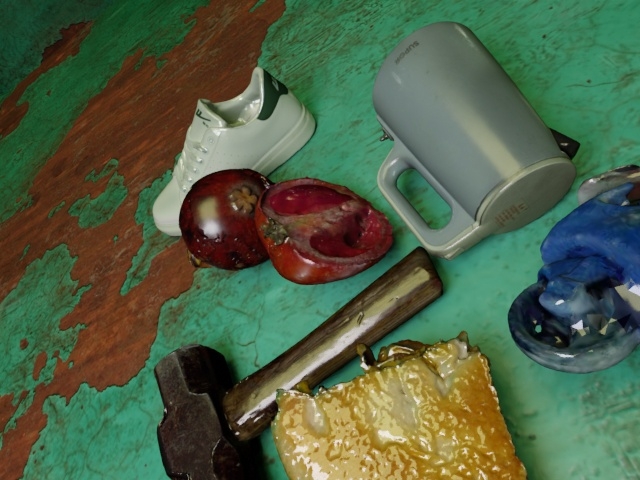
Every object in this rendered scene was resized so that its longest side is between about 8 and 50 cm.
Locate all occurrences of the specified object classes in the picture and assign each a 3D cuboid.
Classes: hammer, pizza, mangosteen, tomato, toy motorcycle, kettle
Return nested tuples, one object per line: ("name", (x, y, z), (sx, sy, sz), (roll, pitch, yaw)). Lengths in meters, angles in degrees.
("hammer", (-0.016, 0.158, 0.555), (0.408, 0.095, 0.242), (-36, 49, 2))
("pizza", (0.097, 0.190, 0.427), (0.289, 0.081, 0.229), (21, 70, 24))
("mangosteen", (-0.138, -0.028, 0.698), (0.180, 0.166, 0.166), (-22, 47, 55))
("tomato", (0.000, 0.000, 0.604), (0.189, 0.173, 0.099), (46, 134, 34))
("toy motorcycle", (0.335, 0.023, 0.368), (0.319, 0.241, 0.182), (-6, 100, 35))
("kettle", (0.161, -0.115, 0.558), (0.210, 0.160, 0.243), (-35, 54, 18))

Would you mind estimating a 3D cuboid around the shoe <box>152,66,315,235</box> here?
("shoe", (-0.191, -0.154, 0.800), (0.363, 0.160, 0.132), (-36, 47, 9))
